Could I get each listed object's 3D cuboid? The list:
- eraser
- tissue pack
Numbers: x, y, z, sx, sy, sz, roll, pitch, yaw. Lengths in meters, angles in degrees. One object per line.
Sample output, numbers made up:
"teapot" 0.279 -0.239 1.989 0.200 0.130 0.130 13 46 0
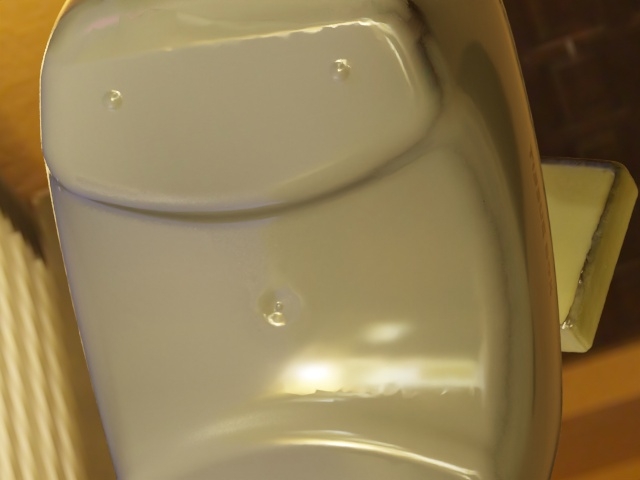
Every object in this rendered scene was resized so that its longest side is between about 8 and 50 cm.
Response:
"eraser" 0.207 0.011 1.639 0.058 0.117 0.172 45 -122 -46
"tissue pack" 0.000 0.000 0.918 0.236 0.230 0.333 -60 -38 -69
